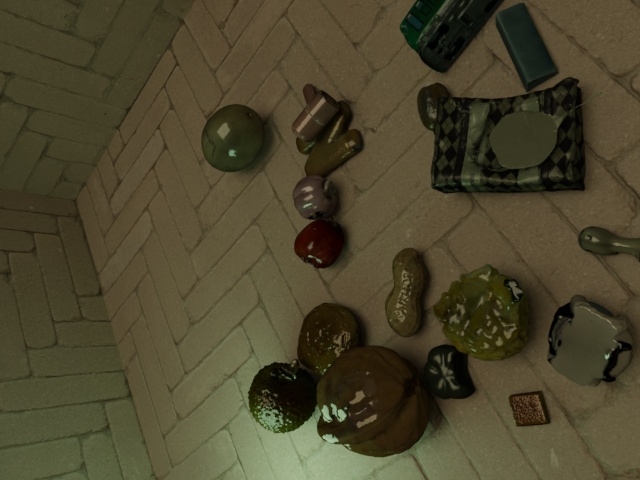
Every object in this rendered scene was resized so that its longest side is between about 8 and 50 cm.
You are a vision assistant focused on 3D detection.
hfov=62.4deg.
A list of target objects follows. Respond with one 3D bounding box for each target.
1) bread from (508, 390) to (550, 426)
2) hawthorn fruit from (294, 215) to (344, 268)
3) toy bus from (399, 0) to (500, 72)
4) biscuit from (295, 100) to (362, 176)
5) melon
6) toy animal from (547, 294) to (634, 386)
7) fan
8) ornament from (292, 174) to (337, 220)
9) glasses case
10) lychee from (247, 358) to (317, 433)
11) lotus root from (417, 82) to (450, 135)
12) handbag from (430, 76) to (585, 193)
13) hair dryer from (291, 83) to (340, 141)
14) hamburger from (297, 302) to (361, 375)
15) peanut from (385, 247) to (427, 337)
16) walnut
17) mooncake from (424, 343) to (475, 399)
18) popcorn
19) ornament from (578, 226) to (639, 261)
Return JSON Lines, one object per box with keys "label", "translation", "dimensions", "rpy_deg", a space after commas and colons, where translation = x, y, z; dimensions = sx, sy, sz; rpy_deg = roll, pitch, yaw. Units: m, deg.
{"label": "bread", "translation": [0.595, 0.481, 1.506], "dimensions": [0.094, 0.035, 0.090], "rpy_deg": [-22, 71, 38]}
{"label": "hawthorn fruit", "translation": [0.000, 0.000, 2.005], "dimensions": [0.185, 0.185, 0.202], "rpy_deg": [23, 85, 41]}
{"label": "toy bus", "translation": [0.417, -0.751, 1.716], "dimensions": [0.343, 0.184, 0.199], "rpy_deg": [-51, 52, 24]}
{"label": "biscuit", "translation": [0.025, -0.392, 2.103], "dimensions": [0.291, 0.062, 0.236], "rpy_deg": [-32, 65, 36]}
{"label": "melon", "translation": [-0.396, -0.445, 2.345], "dimensions": [0.330, 0.269, 0.268], "rpy_deg": [-42, 59, 39]}
{"label": "toy animal", "translation": [0.701, 0.252, 1.364], "dimensions": [0.204, 0.156, 0.208], "rpy_deg": [29, 121, 36]}
{"label": "fan", "translation": [0.615, -0.313, 1.430], "dimensions": [0.310, 0.010, 0.182], "rpy_deg": [-30, 63, 21]}
{"label": "ornament", "translation": [-0.015, -0.167, 2.037], "dimensions": [0.178, 0.178, 0.177], "rpy_deg": [-6, 81, 41]}
{"label": "glasses case", "translation": [0.616, -0.594, 1.606], "dimensions": [0.105, 0.056, 0.265], "rpy_deg": [-30, 66, 36]}
{"label": "lychee", "translation": [-0.142, 0.584, 1.984], "dimensions": [0.270, 0.270, 0.319], "rpy_deg": [0, 112, 42]}
{"label": "lotus root", "translation": [0.386, -0.434, 1.771], "dimensions": [0.113, 0.088, 0.191], "rpy_deg": [-15, 75, 33]}
{"label": "handbag", "translation": [0.552, -0.299, 1.556], "dimensions": [0.416, 0.180, 0.316], "rpy_deg": [3, 84, 35]}
{"label": "hair dryer", "translation": [-0.039, -0.544, 2.121], "dimensions": [0.189, 0.107, 0.344], "rpy_deg": [-47, 31, 24]}
{"label": "hamburger", "translation": [0.029, 0.369, 1.957], "dimensions": [0.285, 0.134, 0.265], "rpy_deg": [10, 94, 40]}
{"label": "peanut", "translation": [0.284, 0.172, 1.766], "dimensions": [0.136, 0.120, 0.298], "rpy_deg": [5, 86, 37]}
{"label": "walnut", "translation": [0.165, 0.524, 1.698], "dimensions": [0.384, 0.384, 0.383], "rpy_deg": [-6, 81, 41]}
{"label": "mooncake", "translation": [0.406, 0.409, 1.642], "dimensions": [0.168, 0.104, 0.175], "rpy_deg": [-49, 59, 19]}
{"label": "popcorn", "translation": [0.472, 0.207, 1.516], "dimensions": [0.293, 0.237, 0.292], "rpy_deg": [-1, 89, 42]}
{"label": "ornament", "translation": [0.764, 0.009, 1.393], "dimensions": [0.156, 0.081, 0.074], "rpy_deg": [13, 60, 39]}
